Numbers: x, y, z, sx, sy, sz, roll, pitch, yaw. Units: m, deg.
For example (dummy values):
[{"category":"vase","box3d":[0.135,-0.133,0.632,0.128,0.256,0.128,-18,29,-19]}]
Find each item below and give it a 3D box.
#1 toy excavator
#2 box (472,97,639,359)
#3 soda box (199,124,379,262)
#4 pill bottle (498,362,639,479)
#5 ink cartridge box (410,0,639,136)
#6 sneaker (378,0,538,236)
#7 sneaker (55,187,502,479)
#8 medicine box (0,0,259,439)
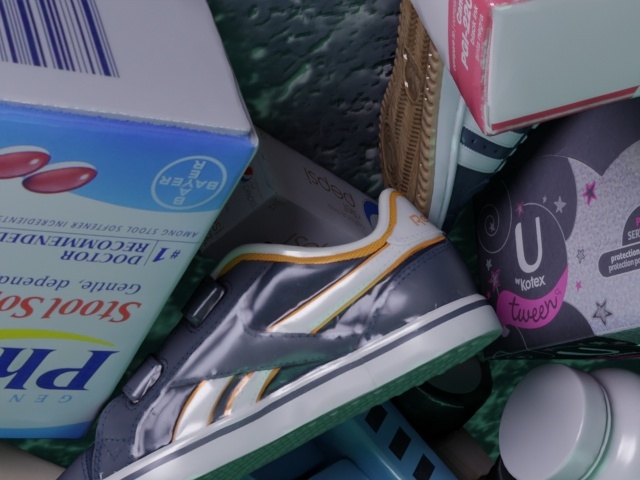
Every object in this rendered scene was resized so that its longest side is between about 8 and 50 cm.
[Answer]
[{"category":"toy excavator","box3d":[-0.059,0.203,1.178,0.445,0.433,0.222,-24,156,-50]},{"category":"box","box3d":[0.226,-0.007,1.054,0.142,0.163,0.247,2,169,-27]},{"category":"soda box","box3d":[0.000,0.000,1.109,0.074,0.069,0.216,-37,141,21]},{"category":"pill bottle","box3d":[0.245,0.166,1.177,0.216,0.121,0.121,22,126,-29]},{"category":"ink cartridge box","box3d":[0.120,-0.175,0.822,0.159,0.218,0.092,-16,138,-9]},{"category":"sneaker","box3d":[0.127,-0.103,1.018,0.153,0.099,0.282,-9,139,-14]},{"category":"sneaker","box3d":[-0.051,0.083,1.013,0.321,0.127,0.126,-29,169,2]},{"category":"medicine box","box3d":[-0.221,-0.023,0.901,0.263,0.149,0.289,5,136,-31]}]
